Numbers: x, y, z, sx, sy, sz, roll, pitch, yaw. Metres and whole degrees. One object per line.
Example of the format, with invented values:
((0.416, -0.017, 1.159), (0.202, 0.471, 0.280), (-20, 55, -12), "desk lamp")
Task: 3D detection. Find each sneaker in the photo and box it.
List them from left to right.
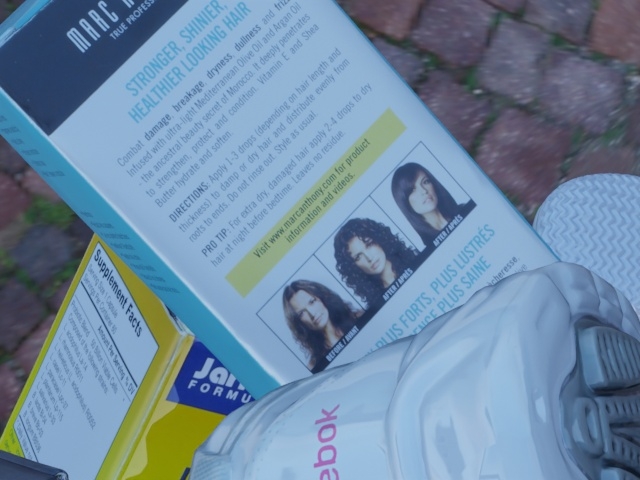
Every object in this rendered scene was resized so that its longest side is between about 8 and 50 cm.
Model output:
((0.044, 0.064, 0.440), (0.115, 0.232, 0.090), (-12, 67, 24), "sneaker")
((0.305, 0.069, 1.398), (0.366, 0.210, 0.137), (17, 63, -11), "sneaker")

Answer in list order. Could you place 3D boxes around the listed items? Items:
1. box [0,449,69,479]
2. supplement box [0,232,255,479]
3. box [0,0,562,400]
((-0.354, 0.157, 0.761), (0.318, 0.395, 0.097), (14, 109, 34), "box")
((-0.115, 0.191, 1.287), (0.195, 0.194, 0.356), (18, 108, -29), "supplement box")
((0.000, 0.000, 0.595), (0.100, 0.060, 0.244), (-46, 105, -15), "box")
